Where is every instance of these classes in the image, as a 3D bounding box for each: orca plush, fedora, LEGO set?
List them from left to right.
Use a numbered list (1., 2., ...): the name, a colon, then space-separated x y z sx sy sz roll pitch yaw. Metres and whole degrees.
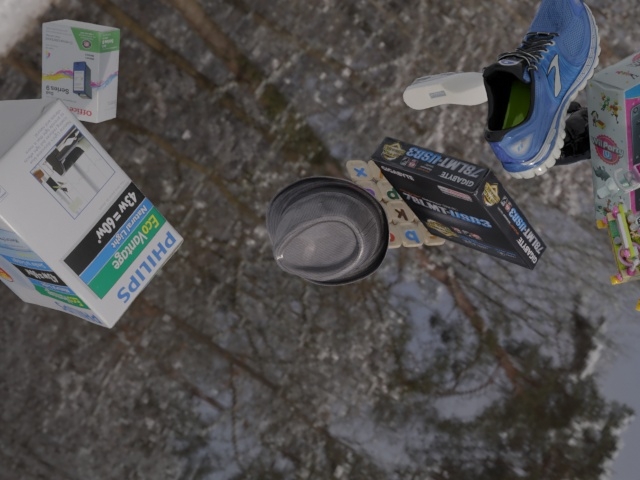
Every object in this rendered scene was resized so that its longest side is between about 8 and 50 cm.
1. fedora: 0.000 0.000 1.994 0.276 0.243 0.124 -9 -160 23
2. orca plush: 0.496 -0.221 1.960 0.102 0.287 0.151 114 -32 -68
3. LEGO set: 0.454 0.029 1.302 0.132 0.287 0.107 -33 161 1

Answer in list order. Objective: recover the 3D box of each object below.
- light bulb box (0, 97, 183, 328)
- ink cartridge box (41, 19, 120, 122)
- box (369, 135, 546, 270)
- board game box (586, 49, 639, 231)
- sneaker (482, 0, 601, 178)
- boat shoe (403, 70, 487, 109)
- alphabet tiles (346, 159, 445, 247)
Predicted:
1. light bulb box: -0.511 -0.055 1.831 0.358 0.361 0.225 8 -127 48
2. ink cartridge box: -0.552 -0.389 2.302 0.093 0.154 0.212 -41 140 -63
3. box: 0.283 -0.077 2.060 0.296 0.293 0.073 23 -105 44
4. board game box: 0.600 -0.192 1.802 0.224 0.303 0.097 -28 -145 -19
5. sneaker: 0.349 -0.273 1.613 0.130 0.147 0.329 2 -113 44
6. boat shoe: 0.242 -0.282 1.830 0.184 0.066 0.063 -10 -143 36
7. alphabet tiles: 0.173 -0.088 2.357 0.021 0.284 0.278 111 -33 -44
